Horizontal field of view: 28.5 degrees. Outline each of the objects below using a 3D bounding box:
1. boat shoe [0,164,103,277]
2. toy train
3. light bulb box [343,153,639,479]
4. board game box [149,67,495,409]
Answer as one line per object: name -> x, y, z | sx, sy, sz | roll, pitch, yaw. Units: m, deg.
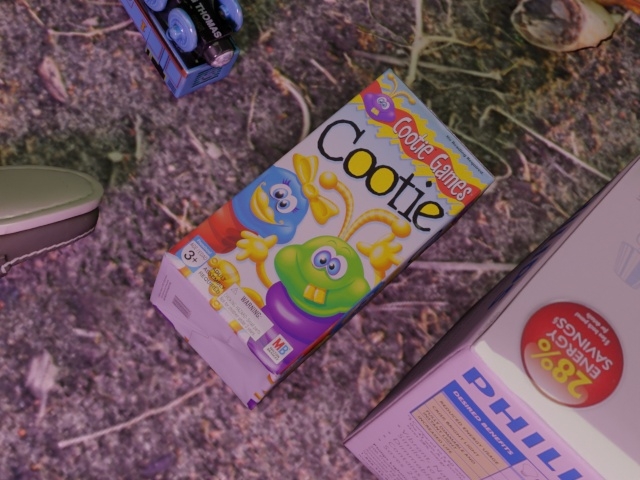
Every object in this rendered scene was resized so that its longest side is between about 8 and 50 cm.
boat shoe -> -0.334, 0.009, 1.088 | 0.305, 0.091, 0.109 | -14, 32, -22
toy train -> -0.145, -0.232, 1.209 | 0.080, 0.105, 0.184 | -28, 79, -30
light bulb box -> 0.251, 0.178, 1.012 | 0.358, 0.361, 0.225 | 44, 67, 4
board game box -> 0.000, 0.000, 1.137 | 0.275, 0.144, 0.142 | -41, 84, -21
